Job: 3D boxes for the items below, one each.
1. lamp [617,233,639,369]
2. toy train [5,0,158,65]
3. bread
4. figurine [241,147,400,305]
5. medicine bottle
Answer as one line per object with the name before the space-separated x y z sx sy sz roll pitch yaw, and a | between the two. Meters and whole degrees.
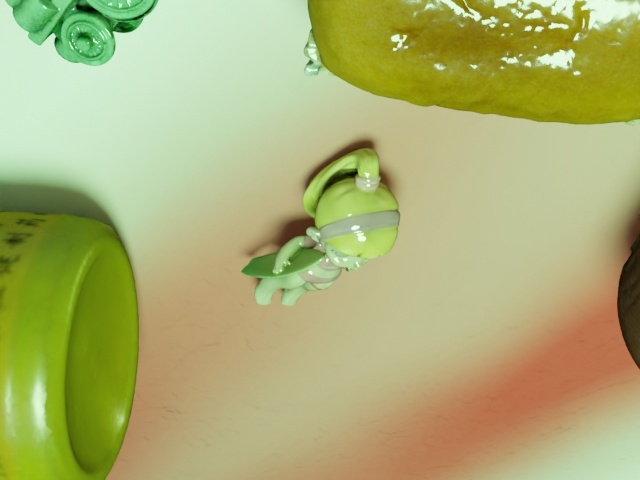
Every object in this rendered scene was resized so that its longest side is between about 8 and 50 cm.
lamp | 0.308 0.018 0.743 0.180 0.180 0.258 16 132 -6
toy train | -0.133 -0.187 0.684 0.105 0.071 0.178 38 127 -15
bread | 0.114 -0.147 0.655 0.241 0.107 0.136 7 131 3
figurine | 0.000 0.000 0.851 0.083 0.083 0.187 25 145 -14
medicine bottle | -0.355 0.083 0.872 0.384 0.224 0.224 2 134 8
